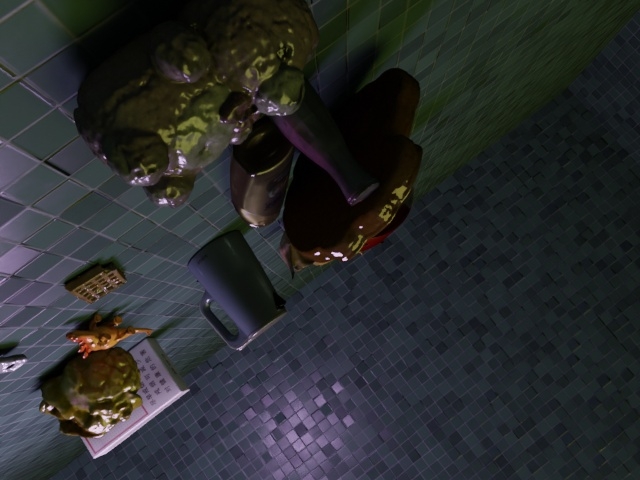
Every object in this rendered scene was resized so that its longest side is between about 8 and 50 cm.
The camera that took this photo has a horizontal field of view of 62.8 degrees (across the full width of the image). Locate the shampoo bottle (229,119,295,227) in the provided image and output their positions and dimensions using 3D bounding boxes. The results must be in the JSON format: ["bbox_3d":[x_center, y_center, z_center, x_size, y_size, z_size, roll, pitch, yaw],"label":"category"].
[{"bbox_3d":[-0.115,-0.105,1.015,0.126,0.084,0.350,-41,173,-18],"label":"shampoo bottle"}]

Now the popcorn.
[{"bbox_3d":[-0.584,0.398,1.365,0.259,0.212,0.259,-44,171,-9],"label":"popcorn"}]

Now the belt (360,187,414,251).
[{"bbox_3d":[0.130,-0.100,1.502,0.324,0.227,0.115,-31,171,-28],"label":"belt"}]

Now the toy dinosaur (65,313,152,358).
[{"bbox_3d":[-0.506,0.225,1.225,0.117,0.070,0.288,-28,168,7],"label":"toy dinosaur"}]

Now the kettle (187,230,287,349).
[{"bbox_3d":[-0.217,0.134,1.307,0.211,0.243,0.160,-38,171,14],"label":"kettle"}]

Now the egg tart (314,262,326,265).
[{"bbox_3d":[0.074,-0.045,1.840,0.319,0.128,0.319,-38,-178,2],"label":"egg tart"}]

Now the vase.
[{"bbox_3d":[0.005,-0.152,0.820,0.086,0.214,0.086,-37,170,-7],"label":"vase"}]

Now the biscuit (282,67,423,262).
[{"bbox_3d":[0.057,-0.135,0.969,0.074,0.359,0.381,26,112,-32],"label":"biscuit"}]

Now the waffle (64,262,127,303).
[{"bbox_3d":[-0.416,0.079,0.983,0.092,0.021,0.135,-33,171,-17],"label":"waffle"}]

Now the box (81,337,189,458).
[{"bbox_3d":[-0.613,0.488,1.650,0.330,0.210,0.095,-37,170,-7],"label":"box"}]

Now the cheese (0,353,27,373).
[{"bbox_3d":[-0.597,0.222,0.911,0.127,0.049,0.235,-40,172,2],"label":"cheese"}]

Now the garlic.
[{"bbox_3d":[-0.016,-0.007,1.553,0.338,0.196,0.151,-15,144,-47],"label":"garlic"}]

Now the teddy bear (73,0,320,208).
[{"bbox_3d":[-0.117,-0.160,0.546,0.267,0.151,0.236,-33,172,-5],"label":"teddy bear"}]
